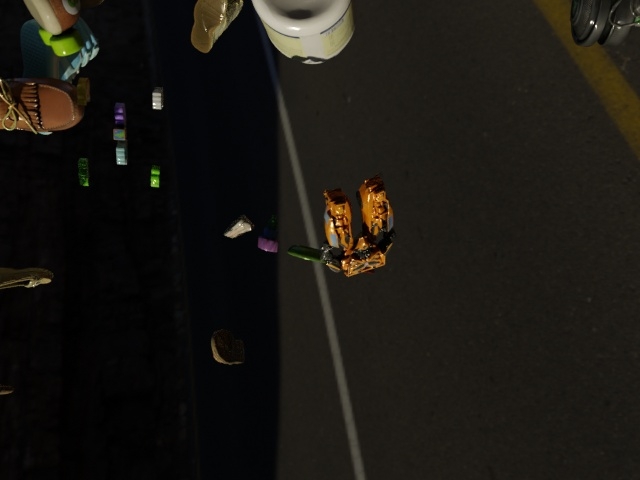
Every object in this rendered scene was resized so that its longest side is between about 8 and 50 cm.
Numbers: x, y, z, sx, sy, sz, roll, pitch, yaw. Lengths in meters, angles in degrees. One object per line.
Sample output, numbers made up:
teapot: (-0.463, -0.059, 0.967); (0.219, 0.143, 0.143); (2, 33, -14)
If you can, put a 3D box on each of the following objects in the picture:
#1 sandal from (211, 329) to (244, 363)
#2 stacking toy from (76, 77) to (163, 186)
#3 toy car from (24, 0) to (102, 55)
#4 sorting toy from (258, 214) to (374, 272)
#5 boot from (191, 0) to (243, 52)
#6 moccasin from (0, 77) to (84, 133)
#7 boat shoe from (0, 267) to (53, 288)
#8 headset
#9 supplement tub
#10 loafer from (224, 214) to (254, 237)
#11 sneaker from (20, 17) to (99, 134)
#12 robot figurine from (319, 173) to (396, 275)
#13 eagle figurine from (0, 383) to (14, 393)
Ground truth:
sandal: (-0.218, 0.248, 1.627); (0.180, 0.049, 0.072); (53, -145, -71)
stacking toy: (-0.412, -0.218, 1.474); (0.052, 0.166, 0.221); (-104, 18, -68)
toy car: (-0.402, -0.429, 1.198); (0.149, 0.188, 0.155); (40, 155, 46)
sorting toy: (0.000, 0.000, 2.125); (0.127, 0.365, 0.126); (-142, 66, -79)
boot: (-0.253, -0.600, 1.826); (0.165, 0.077, 0.213); (-60, 4, -32)
moccasin: (-0.730, -0.323, 1.667); (0.147, 0.379, 0.139); (-46, -34, -66)
boat shoe: (-0.686, 0.092, 1.633); (0.056, 0.153, 0.048); (-28, 69, 32)
headset: (0.537, -0.405, 1.171); (0.243, 0.394, 0.185); (13, 111, 23)
supplement tub: (-0.032, -0.569, 1.726); (0.325, 0.235, 0.236); (19, -105, -85)
loafer: (-0.193, -0.026, 1.686); (0.045, 0.039, 0.125); (-59, 14, -23)
sneaker: (-0.661, -0.436, 1.847); (0.208, 0.127, 0.319); (-46, -17, -49)
robot figurine: (0.096, -0.022, 1.796); (0.085, 0.211, 0.291); (-116, 12, -45)
eagle figurine: (-0.669, 0.295, 1.231); (0.298, 0.225, 0.226); (-30, 87, 29)
